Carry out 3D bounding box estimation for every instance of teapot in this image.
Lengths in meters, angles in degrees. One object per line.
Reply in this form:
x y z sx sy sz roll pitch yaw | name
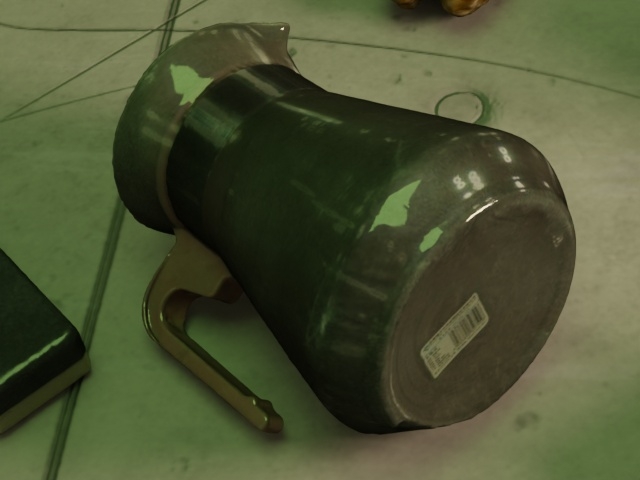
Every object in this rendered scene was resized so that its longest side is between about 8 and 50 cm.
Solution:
0.000 0.000 1.269 0.344 0.253 0.300 35 97 39 | teapot

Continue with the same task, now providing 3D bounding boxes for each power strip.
-0.310 0.051 1.374 0.105 0.070 0.256 -35 56 -19 | power strip

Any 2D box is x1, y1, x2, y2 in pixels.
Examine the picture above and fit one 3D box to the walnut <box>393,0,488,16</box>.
0.126 -0.283 1.552 0.142 0.069 0.170 14 57 19 | walnut
